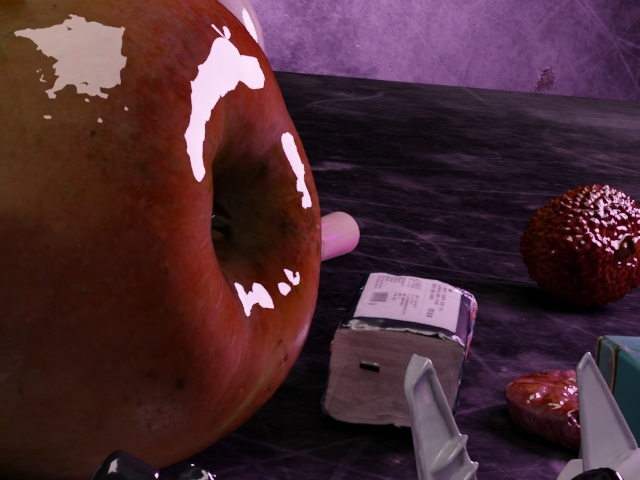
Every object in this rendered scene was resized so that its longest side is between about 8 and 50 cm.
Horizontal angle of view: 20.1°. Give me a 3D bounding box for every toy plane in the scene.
[{"bbox_3d":[0.100,0.176,0.812,0.101,0.251,0.255,-13,31,48],"label":"toy plane"}]

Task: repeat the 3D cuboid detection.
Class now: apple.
[{"bbox_3d":[-0.175,-0.002,1.153,0.305,0.338,0.338,-9,5,25],"label":"apple"}]

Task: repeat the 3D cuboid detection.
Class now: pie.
[{"bbox_3d":[0.217,0.132,1.389,0.154,0.036,0.154,6,12,-1],"label":"pie"}]

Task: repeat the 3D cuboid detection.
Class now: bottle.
[{"bbox_3d":[0.000,0.000,1.829,0.045,0.045,0.096,13,17,25],"label":"bottle"}]

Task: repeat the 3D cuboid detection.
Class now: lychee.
[{"bbox_3d":[0.258,0.004,1.781,0.129,0.123,0.123,17,16,32],"label":"lychee"}]

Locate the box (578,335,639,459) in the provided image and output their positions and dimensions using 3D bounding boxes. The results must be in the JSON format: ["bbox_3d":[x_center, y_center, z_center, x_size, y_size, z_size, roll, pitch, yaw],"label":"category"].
[{"bbox_3d":[0.198,0.159,0.964,0.041,0.162,0.229,4,13,-17],"label":"box"}]

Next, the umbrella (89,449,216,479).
[{"bbox_3d":[-0.017,0.176,0.862,0.224,0.071,0.080,33,5,-9],"label":"umbrella"}]

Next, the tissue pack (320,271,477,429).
[{"bbox_3d":[0.063,0.084,1.389,0.103,0.090,0.170,8,14,6],"label":"tissue pack"}]

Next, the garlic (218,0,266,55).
[{"bbox_3d":[-0.168,-0.091,1.544,0.259,0.317,0.317,4,11,16],"label":"garlic"}]
